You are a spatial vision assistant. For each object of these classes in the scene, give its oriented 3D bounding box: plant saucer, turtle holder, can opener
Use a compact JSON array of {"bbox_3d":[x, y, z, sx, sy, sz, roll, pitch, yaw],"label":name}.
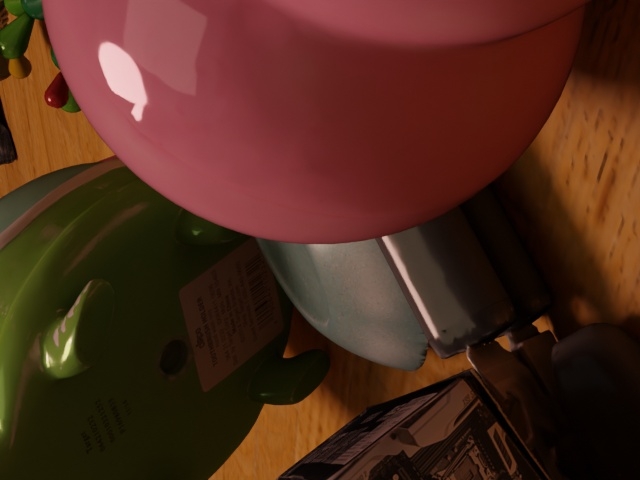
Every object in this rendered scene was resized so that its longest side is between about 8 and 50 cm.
[{"bbox_3d":[-0.006,-0.002,0.708,0.195,0.037,0.195,54,163,24],"label":"plant saucer"},{"bbox_3d":[-0.172,0.087,0.852,0.227,0.320,0.243,16,159,38],"label":"turtle holder"},{"bbox_3d":[0.088,0.019,0.583,0.093,0.074,0.280,-39,74,31],"label":"can opener"}]

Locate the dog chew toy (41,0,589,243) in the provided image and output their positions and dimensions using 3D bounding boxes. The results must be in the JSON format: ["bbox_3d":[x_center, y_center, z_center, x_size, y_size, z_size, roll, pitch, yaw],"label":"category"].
[{"bbox_3d":[0.025,-0.138,0.399,0.206,0.207,0.332,60,149,16],"label":"dog chew toy"}]

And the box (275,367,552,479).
[{"bbox_3d":[0.085,0.190,0.586,0.242,0.076,0.307,53,170,6],"label":"box"}]

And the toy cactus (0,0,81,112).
[{"bbox_3d":[-0.235,-0.208,1.042,0.180,0.112,0.218,13,116,51],"label":"toy cactus"}]

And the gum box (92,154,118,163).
[{"bbox_3d":[-0.230,-0.013,1.184,0.062,0.107,0.188,64,158,7],"label":"gum box"}]

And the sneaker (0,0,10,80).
[{"bbox_3d":[-0.321,-0.213,1.141,0.086,0.064,0.192,1,150,24],"label":"sneaker"}]

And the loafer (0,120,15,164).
[{"bbox_3d":[-0.442,-0.169,1.566,0.062,0.061,0.170,27,134,59],"label":"loafer"}]
